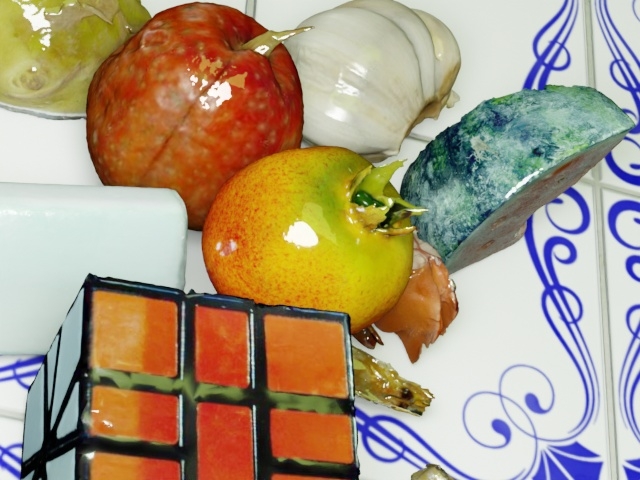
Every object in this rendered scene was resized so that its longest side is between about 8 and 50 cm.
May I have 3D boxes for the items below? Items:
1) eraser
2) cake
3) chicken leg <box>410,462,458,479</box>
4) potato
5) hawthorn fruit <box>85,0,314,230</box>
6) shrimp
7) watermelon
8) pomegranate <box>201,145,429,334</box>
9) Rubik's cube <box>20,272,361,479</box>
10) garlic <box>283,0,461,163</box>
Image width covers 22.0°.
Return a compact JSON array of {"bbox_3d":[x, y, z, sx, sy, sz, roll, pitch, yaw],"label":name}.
[{"bbox_3d":[-0.292,0.033,1.735,0.290,0.189,0.104,2,30,-23],"label":"eraser"},{"bbox_3d":[0.070,0.002,1.964,0.098,0.135,0.287,-26,63,-18],"label":"cake"},{"bbox_3d":[0.102,0.302,1.809,0.196,0.080,0.125,27,66,-6],"label":"chicken leg"},{"bbox_3d":[-0.323,-0.294,1.917,0.299,0.196,0.246,40,54,1],"label":"potato"},{"bbox_3d":[-0.142,-0.141,1.858,0.258,0.262,0.258,4,46,-4],"label":"hawthorn fruit"},{"bbox_3d":[0.022,0.122,1.894,0.248,0.068,0.150,37,47,8],"label":"shrimp"},{"bbox_3d":[0.228,-0.086,2.016,0.148,0.318,0.226,59,15,22],"label":"watermelon"},{"bbox_3d":[0.000,0.000,1.717,0.221,0.256,0.221,20,55,-32],"label":"pomegranate"},{"bbox_3d":[-0.137,0.234,1.617,0.283,0.288,0.294,12,55,-18],"label":"Rubik's cube"},{"bbox_3d":[0.048,-0.217,2.042,0.203,0.185,0.281,26,52,21],"label":"garlic"}]
